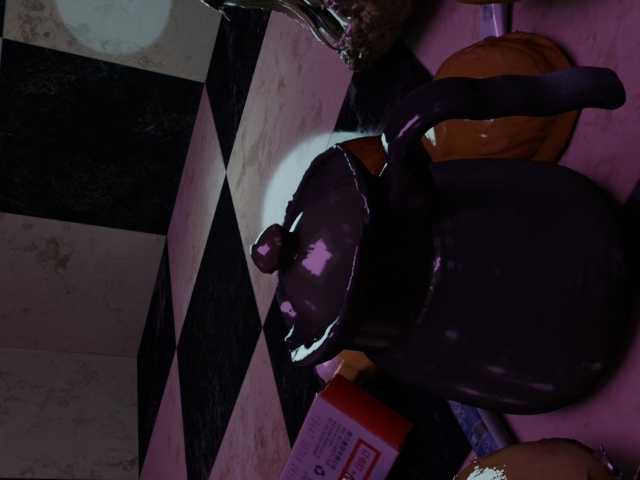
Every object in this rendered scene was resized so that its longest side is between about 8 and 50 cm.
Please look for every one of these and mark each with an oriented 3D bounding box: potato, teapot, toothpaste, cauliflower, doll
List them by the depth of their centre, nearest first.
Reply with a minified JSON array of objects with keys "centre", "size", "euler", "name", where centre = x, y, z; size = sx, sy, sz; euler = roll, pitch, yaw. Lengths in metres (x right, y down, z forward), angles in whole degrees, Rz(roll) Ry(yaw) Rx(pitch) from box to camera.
[{"centre":[0.093,0.017,0.554],"size":[0.305,0.285,0.223],"euler":[148,127,-65],"name":"teapot"},{"centre":[0.137,0.233,0.555],"size":[0.138,0.098,0.243],"euler":[-113,25,-61],"name":"potato"},{"centre":[0.154,0.174,0.691],"size":[0.197,0.035,0.057],"euler":[-113,27,-51],"name":"toothpaste"},{"centre":[0.191,-0.275,0.780],"size":[0.048,0.031,0.190],"euler":[169,104,-65],"name":"toothpaste"},{"centre":[0.070,0.115,0.865],"size":[0.117,0.086,0.291],"euler":[-58,5,-34],"name":"doll"},{"centre":[0.012,-0.392,0.975],"size":[0.260,0.281,0.326],"euler":[-57,-21,-48],"name":"cauliflower"}]

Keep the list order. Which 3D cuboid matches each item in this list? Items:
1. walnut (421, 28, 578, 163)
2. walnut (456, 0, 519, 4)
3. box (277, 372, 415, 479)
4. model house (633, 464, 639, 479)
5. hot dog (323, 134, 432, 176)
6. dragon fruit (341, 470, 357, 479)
[{"centre":[0.159,-0.134,0.718],"size":[0.211,0.087,0.167],"euler":[-178,94,-69],"name":"walnut"},{"centre":[0.169,-0.315,0.644],"size":[0.226,0.193,0.193],"euler":[-139,60,-63],"name":"walnut"},{"centre":[0.020,0.286,0.884],"size":[0.050,0.123,0.229],"euler":[-33,-31,-56],"name":"box"},{"centre":[0.230,0.197,0.388],"size":[0.136,0.207,0.219],"euler":[21,92,32],"name":"model house"},{"centre":[0.060,-0.048,0.907],"size":[0.272,0.122,0.196],"euler":[-160,81,-73],"name":"hot dog"},{"centre":[-0.014,0.396,0.678],"size":[0.291,0.269,0.250],"euler":[-42,12,-14],"name":"dragon fruit"}]
